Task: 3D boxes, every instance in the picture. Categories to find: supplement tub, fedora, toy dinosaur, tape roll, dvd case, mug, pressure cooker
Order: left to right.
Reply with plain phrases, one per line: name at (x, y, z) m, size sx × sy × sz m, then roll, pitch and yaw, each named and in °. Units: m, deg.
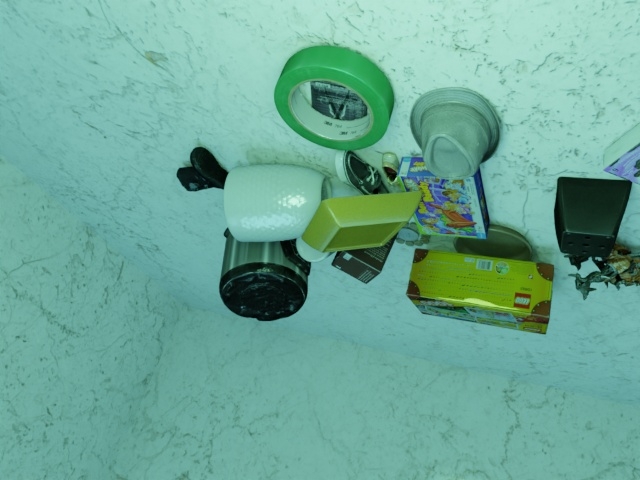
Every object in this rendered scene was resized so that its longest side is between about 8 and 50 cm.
pressure cooker at (-0.233, 0.077, 2.171) m, size 0.375 × 0.421 × 0.370 m, roll 9°, pitch 136°, yaw -10°
mug at (-0.120, -0.125, 1.863) m, size 0.327 × 0.277 × 0.374 m, roll -1°, pitch 168°, yaw 16°
supplement tub at (0.000, 0.000, 2.060) m, size 0.144 × 0.145 × 0.199 m, roll 11°, pitch -166°, yaw 17°
tape roll at (0.036, -0.375, 1.400) m, size 0.320 × 0.077 × 0.321 m, roll 14°, pitch 154°, yaw 7°
dvd case at (0.055, -0.377, 1.494) m, size 0.164 × 0.018 × 0.221 m, roll 13°, pitch 154°, yaw 9°
fedora at (0.349, -0.260, 1.379) m, size 0.243 × 0.124 × 0.275 m, roll 5°, pitch 148°, yaw 27°
toy dinosaur at (0.937, 0.067, 1.689) m, size 0.218 × 0.164 × 0.322 m, roll -27°, pitch 112°, yaw 39°

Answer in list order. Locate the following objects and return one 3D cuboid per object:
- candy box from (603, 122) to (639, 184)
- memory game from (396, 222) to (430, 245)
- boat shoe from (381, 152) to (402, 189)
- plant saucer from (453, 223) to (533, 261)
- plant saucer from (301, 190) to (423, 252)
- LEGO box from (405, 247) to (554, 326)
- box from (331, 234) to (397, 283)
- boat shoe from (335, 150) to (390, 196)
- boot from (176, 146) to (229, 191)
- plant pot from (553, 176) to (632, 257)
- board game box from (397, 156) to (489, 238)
candy box at (0.828, -0.202, 1.247) m, size 0.196 × 0.070 × 0.165 m, roll 20°, pitch 155°, yaw -2°
memory game at (0.339, -0.026, 2.018) m, size 0.186 × 0.012 × 0.186 m, roll 15°, pitch 156°, yaw 7°
boat shoe at (0.236, -0.210, 1.658) m, size 0.062 × 0.059 × 0.170 m, roll 0°, pitch 149°, yaw 34°
plant saucer at (0.626, 0.018, 1.874) m, size 0.277 × 0.041 × 0.278 m, roll 16°, pitch 154°, yaw 8°
plant saucer at (0.132, -0.045, 1.681) m, size 0.332 × 0.081 × 0.333 m, roll -5°, pitch 161°, yaw -16°
LEGO box at (0.620, 0.200, 1.994) m, size 0.499 × 0.193 × 0.372 m, roll 7°, pitch 164°, yaw 24°
box at (0.172, 0.026, 1.999) m, size 0.166 × 0.203 × 0.168 m, roll 29°, pitch 155°, yaw -5°
boat shoe at (0.147, -0.203, 1.682) m, size 0.102 × 0.108 × 0.301 m, roll 3°, pitch 153°, yaw 31°
boot at (-0.485, -0.266, 2.004) m, size 0.207 × 0.094 × 0.246 m, roll 0°, pitch 156°, yaw 27°
plant pot at (0.765, -0.057, 1.475) m, size 0.187 × 0.167 × 0.187 m, roll 8°, pitch 153°, yaw 24°
board game box at (0.407, -0.133, 1.672) m, size 0.233 × 0.078 × 0.347 m, roll 5°, pitch 152°, yaw 28°
